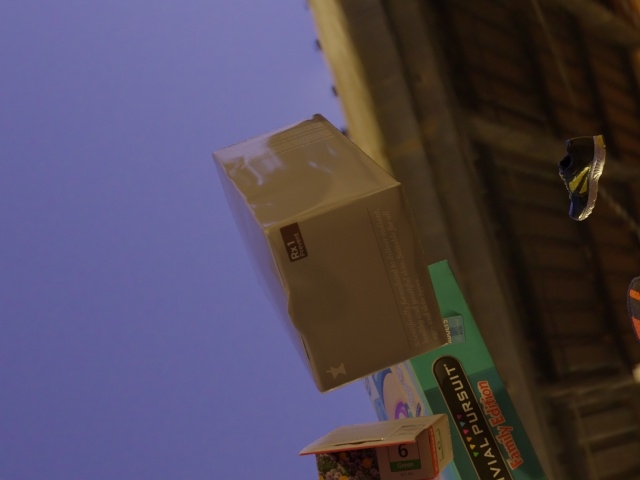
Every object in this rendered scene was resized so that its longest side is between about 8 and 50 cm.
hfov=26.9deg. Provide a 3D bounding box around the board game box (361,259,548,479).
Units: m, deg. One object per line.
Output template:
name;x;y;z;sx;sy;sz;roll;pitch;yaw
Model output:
board game box;0.139;0.224;1.283;0.254;0.079;0.336;92;158;-63

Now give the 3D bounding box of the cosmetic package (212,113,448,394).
cosmetic package;0.000;0.000;0.965;0.238;0.107;0.127;-133;23;-67

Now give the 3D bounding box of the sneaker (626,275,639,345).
sneaker;0.315;0.007;0.960;0.124;0.180;0.321;2;-79;-42

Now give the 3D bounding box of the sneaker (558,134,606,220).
sneaker;0.212;-0.054;1.104;0.031;0.035;0.083;-79;-5;-53

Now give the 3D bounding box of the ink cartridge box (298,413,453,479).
ink cartridge box;0.032;0.114;0.710;0.115;0.063;0.029;2;-100;-77
